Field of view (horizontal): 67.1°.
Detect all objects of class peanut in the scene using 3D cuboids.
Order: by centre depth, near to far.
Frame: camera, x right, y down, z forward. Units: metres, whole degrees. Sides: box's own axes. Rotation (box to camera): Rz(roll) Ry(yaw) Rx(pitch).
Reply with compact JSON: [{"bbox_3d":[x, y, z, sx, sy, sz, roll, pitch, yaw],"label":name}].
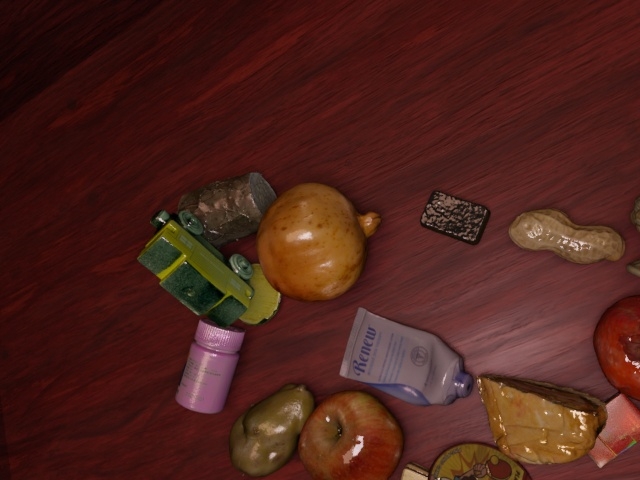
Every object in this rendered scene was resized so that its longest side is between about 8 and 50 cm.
[{"bbox_3d":[0.692,-0.013,1.365,0.298,0.120,0.136,18,92,22],"label":"peanut"}]

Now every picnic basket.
[{"bbox_3d":[0.284,0.748,1.409,0.115,0.079,0.164,17,87,24],"label":"picnic basket"}]

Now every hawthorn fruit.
[{"bbox_3d":[0.803,0.273,1.167,0.275,0.307,0.276,-1,89,34],"label":"hawthorn fruit"}]

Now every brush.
[{"bbox_3d":[0.421,-0.074,1.522,0.197,0.059,0.123,22,87,25],"label":"brush"}]

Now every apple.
[{"bbox_3d":[0.102,0.601,1.432,0.301,0.301,0.302,-5,78,22],"label":"apple"}]

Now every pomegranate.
[{"bbox_3d":[0.000,0.000,1.528,0.409,0.410,0.411,-5,78,22],"label":"pomegranate"}]

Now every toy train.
[{"bbox_3d":[-0.399,0.094,1.598,0.179,0.272,0.442,-38,111,19],"label":"toy train"}]

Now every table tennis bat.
[{"bbox_3d":[0.494,0.718,1.307,0.414,0.051,0.268,20,64,16],"label":"table tennis bat"}]

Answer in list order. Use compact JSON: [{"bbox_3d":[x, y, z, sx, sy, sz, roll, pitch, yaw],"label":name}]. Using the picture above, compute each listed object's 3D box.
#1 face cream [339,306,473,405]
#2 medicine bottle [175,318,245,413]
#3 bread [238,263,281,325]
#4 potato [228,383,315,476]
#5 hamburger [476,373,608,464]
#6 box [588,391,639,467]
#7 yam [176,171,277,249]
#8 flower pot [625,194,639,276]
[{"bbox_3d":[0.262,0.376,1.491,0.419,0.137,0.235,14,87,36],"label":"face cream"},{"bbox_3d":[-0.386,0.437,1.698,0.178,0.178,0.291,14,86,24],"label":"medicine bottle"},{"bbox_3d":[-0.237,0.197,1.763,0.228,0.033,0.229,-4,80,23],"label":"bread"},{"bbox_3d":[-0.150,0.606,1.557,0.202,0.218,0.351,37,93,-14],"label":"potato"},{"bbox_3d":[0.570,0.487,1.282,0.329,0.162,0.209,7,91,46],"label":"hamburger"},{"bbox_3d":[0.763,0.496,1.273,0.175,0.048,0.112,-44,67,10],"label":"box"},{"bbox_3d":[-0.339,-0.100,1.759,0.347,0.241,0.241,-19,73,16],"label":"yam"},{"bbox_3d":[0.912,0.008,1.184,0.307,0.307,0.244,24,103,25],"label":"flower pot"}]
